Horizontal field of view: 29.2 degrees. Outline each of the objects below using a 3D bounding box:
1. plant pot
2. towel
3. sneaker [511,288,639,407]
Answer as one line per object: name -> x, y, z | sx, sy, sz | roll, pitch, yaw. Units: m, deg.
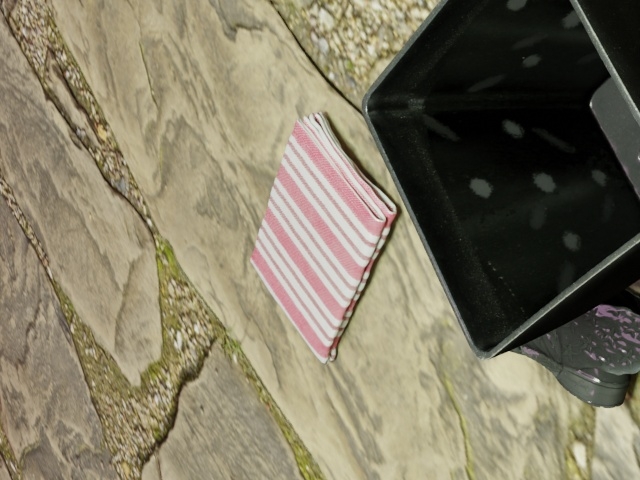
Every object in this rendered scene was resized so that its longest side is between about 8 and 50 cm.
plant pot -> 0.165, -0.064, 0.723 | 0.188, 0.167, 0.187 | -49, 58, 50
towel -> 0.000, 0.000, 1.110 | 0.144, 0.029, 0.197 | 55, 141, 33
sneaker -> 0.174, 0.051, 0.845 | 0.170, 0.051, 0.089 | 35, 125, 41
